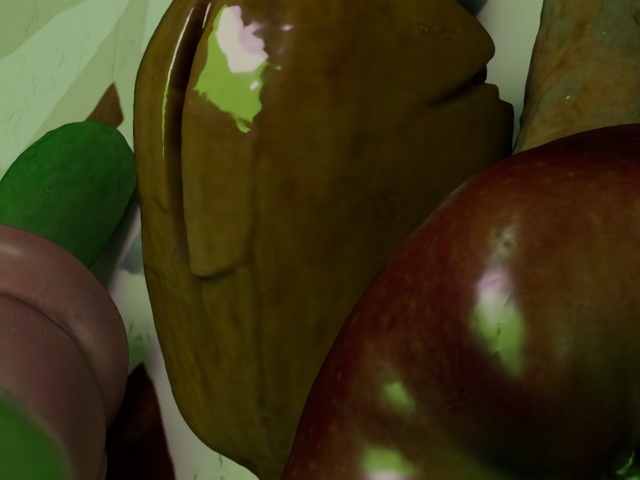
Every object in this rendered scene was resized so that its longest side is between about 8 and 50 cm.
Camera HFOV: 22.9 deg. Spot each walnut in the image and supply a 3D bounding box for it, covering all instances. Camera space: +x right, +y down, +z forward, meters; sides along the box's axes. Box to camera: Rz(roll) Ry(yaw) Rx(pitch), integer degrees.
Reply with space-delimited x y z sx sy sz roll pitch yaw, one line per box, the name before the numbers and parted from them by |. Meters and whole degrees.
walnut | 0.000 0.000 0.839 0.209 0.209 0.336 23 115 52

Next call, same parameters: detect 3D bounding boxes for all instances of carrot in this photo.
carrot | 0.149 -0.107 0.831 0.102 0.102 0.263 -20 53 41

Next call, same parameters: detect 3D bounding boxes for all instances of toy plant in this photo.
toy plant | -0.254 0.089 1.088 0.317 0.210 0.356 -49 27 19

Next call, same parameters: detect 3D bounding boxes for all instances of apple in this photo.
apple | 0.133 0.096 0.567 0.288 0.317 0.288 -3 82 26
